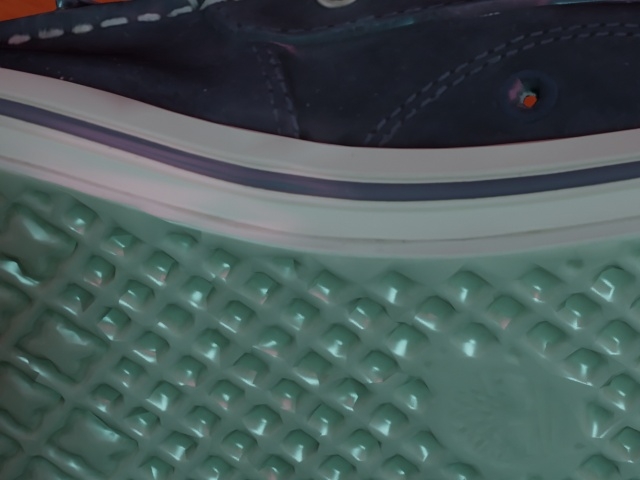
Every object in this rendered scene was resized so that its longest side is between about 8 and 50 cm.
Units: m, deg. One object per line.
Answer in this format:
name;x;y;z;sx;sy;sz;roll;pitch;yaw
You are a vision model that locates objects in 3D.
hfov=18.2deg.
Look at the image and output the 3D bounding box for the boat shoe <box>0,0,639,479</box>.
boat shoe;0.000;0.000;0.608;0.500;0.187;0.156;-1;35;14
